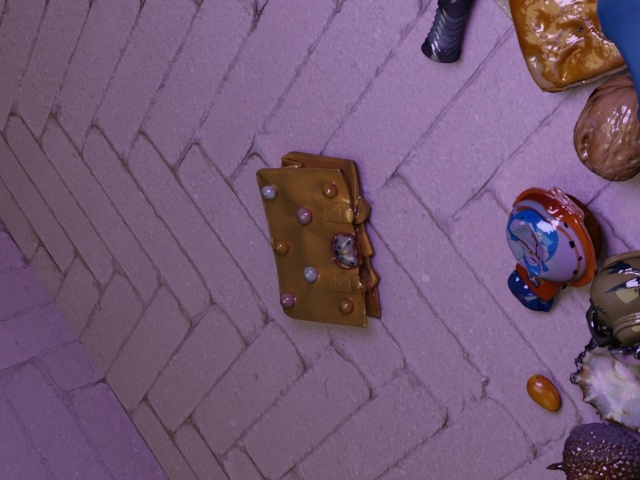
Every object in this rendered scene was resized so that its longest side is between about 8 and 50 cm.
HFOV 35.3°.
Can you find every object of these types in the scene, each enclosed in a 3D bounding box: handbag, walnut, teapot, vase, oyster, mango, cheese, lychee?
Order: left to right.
[{"bbox_3d":[0.000,0.000,2.361,0.283,0.133,0.401,7,114,39],"label":"handbag"},{"bbox_3d":[0.254,-0.453,1.886,0.115,0.115,0.237,38,138,28],"label":"vase"},{"bbox_3d":[0.463,0.317,2.077,0.089,0.046,0.060,53,142,-5],"label":"mango"},{"bbox_3d":[0.432,0.022,1.904,0.217,0.129,0.329,50,155,25],"label":"cheese"},{"bbox_3d":[0.541,0.435,1.956,0.197,0.165,0.165,-15,98,33],"label":"lychee"},{"bbox_3d":[0.508,-0.184,1.706,0.155,0.155,0.184,41,133,26],"label":"walnut"},{"bbox_3d":[0.582,0.249,1.888,0.198,0.092,0.260,47,146,20],"label":"oyster"},{"bbox_3d":[0.558,0.126,1.765,0.269,0.173,0.183,134,141,-55],"label":"teapot"}]

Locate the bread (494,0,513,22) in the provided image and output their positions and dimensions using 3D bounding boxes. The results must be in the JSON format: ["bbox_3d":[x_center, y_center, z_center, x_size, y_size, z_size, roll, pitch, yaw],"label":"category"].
[{"bbox_3d":[0.380,-0.411,1.821,0.154,0.028,0.068,52,137,14],"label":"bread"}]

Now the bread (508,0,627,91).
[{"bbox_3d":[0.426,-0.380,1.708,0.210,0.099,0.235,-18,96,39],"label":"bread"}]

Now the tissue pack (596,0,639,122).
[{"bbox_3d":[0.575,-0.301,1.536,0.206,0.198,0.287,-23,89,51],"label":"tissue pack"}]
